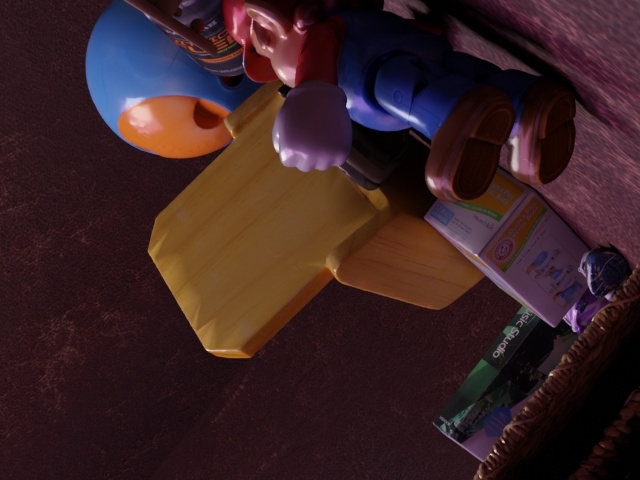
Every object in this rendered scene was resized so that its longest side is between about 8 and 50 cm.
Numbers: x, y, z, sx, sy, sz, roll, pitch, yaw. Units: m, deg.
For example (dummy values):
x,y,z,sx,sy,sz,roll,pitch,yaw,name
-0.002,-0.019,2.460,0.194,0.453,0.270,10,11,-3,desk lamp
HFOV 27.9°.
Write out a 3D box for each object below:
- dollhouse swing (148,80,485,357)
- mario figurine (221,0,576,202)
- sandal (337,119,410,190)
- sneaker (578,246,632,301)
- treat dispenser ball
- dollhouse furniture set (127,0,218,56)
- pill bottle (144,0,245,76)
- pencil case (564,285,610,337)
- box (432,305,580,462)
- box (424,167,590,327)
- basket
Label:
x,y,z,sx,sy,sz,roll,pitch,yaw,name
0.000,0.000,1.754,0.315,0.305,0.347,18,-155,-42,dollhouse swing
0.038,-0.114,0.993,0.320,0.170,0.198,38,-178,40,mario figurine
0.071,-0.142,1.610,0.120,0.086,0.303,33,-162,-5,sandal
0.318,0.034,1.480,0.058,0.052,0.135,45,-177,29,sneaker
-0.223,-0.273,2.031,0.288,0.288,0.288,40,-179,-1,treat dispenser ball
-0.083,-0.228,0.980,0.123,0.151,0.144,30,-174,-34,dollhouse furniture set
-0.152,-0.307,1.628,0.130,0.130,0.246,40,-179,22,pill bottle
0.307,0.045,1.708,0.086,0.088,0.206,6,-155,-37,pencil case
0.355,0.227,2.074,0.232,0.322,0.058,38,177,-36,box
0.239,0.001,1.579,0.203,0.103,0.114,39,-179,-44,box
0.327,0.209,1.260,0.213,0.299,0.223,40,-179,28,basket
